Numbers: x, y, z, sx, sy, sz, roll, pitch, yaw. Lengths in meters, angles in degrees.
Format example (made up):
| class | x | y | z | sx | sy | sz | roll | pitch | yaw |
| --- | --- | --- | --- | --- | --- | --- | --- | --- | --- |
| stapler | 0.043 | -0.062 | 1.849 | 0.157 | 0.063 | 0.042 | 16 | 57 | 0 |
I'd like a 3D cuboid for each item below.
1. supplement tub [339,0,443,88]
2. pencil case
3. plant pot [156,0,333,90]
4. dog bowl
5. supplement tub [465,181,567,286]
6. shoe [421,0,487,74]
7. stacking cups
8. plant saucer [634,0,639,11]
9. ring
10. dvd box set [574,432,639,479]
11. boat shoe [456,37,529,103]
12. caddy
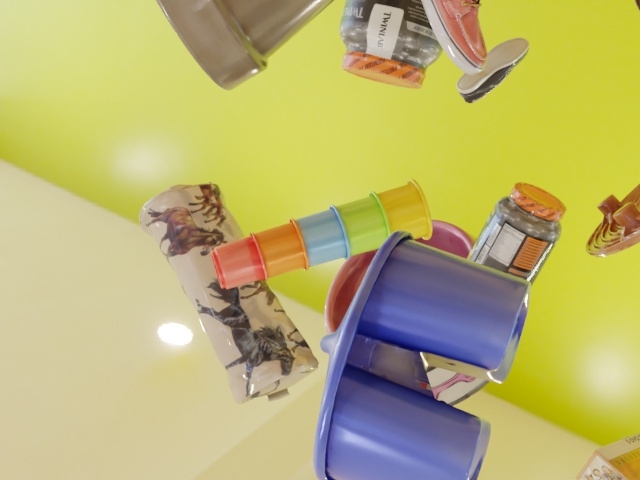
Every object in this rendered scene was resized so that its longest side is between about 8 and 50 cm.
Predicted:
| class | x | y | z | sx | sy | sz | roll | pitch | yaw |
| --- | --- | --- | --- | --- | --- | --- | --- | --- | --- |
| supplement tub | 0.157 | -0.474 | 1.709 | 0.207 | 0.338 | 0.207 | 14 | -176 | -1 |
| pencil case | -0.162 | 0.096 | 1.576 | 0.410 | 0.160 | 0.183 | 60 | 173 | 8 |
| plant pot | -0.074 | -0.402 | 1.157 | 0.280 | 0.323 | 0.323 | -26 | -161 | 8 |
| dog bowl | 0.187 | 0.131 | 1.773 | 0.150 | 0.408 | 0.408 | 49 | 175 | -40 |
| supplement tub | 0.312 | 0.009 | 1.445 | 0.117 | 0.190 | 0.117 | 20 | -156 | -10 |
| shoe | 0.164 | -0.283 | 1.022 | 0.081 | 0.178 | 0.063 | -24 | -175 | 38 |
| stacking cups | 0.000 | 0.000 | 1.302 | 0.316 | 0.096 | 0.096 | -18 | -153 | -7 |
| plant saucer | 0.652 | -0.464 | 1.612 | 0.168 | 0.168 | 0.029 | 24 | -159 | 18 |
| ring | 0.380 | -0.100 | 0.834 | 0.032 | 0.336 | 0.336 | 50 | -156 | 2 |
| dvd box set | 0.565 | 0.402 | 1.135 | 0.308 | 0.062 | 0.420 | 1 | -147 | -47 |
| boat shoe | 0.260 | -0.252 | 1.329 | 0.046 | 0.125 | 0.038 | 48 | 178 | 42 |
| caddy | 0.087 | 0.126 | 0.867 | 0.179 | 0.241 | 0.341 | 16 | 171 | 15 |
